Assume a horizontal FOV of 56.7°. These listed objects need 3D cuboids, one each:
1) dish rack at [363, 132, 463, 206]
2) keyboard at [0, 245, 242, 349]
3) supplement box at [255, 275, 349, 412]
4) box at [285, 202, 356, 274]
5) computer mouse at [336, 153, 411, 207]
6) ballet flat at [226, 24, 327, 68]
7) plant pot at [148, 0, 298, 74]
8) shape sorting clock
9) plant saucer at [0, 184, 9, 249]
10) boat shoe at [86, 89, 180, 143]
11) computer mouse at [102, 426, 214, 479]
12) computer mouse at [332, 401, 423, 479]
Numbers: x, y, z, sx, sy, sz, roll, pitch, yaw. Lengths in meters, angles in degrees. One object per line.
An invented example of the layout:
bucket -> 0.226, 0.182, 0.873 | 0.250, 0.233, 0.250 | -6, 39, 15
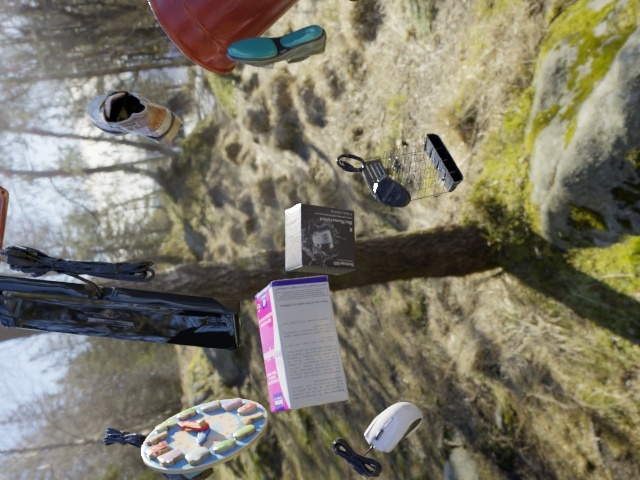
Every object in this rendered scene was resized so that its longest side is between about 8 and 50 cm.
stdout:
dish rack -> 0.271, -0.210, 1.807 | 0.074, 0.272, 0.208 | 96, 156, -54
keyboard -> -0.253, 0.068, 0.702 | 0.201, 0.317, 0.033 | 98, 177, -57
supplement box -> -0.037, 0.186, 1.059 | 0.111, 0.114, 0.220 | 139, 123, -61
box -> 0.000, 0.000, 1.482 | 0.093, 0.156, 0.158 | -21, 67, 58
computer mouse -> 0.151, -0.172, 1.682 | 0.242, 0.071, 0.041 | 36, -166, 5
ballet flat -> -0.087, -0.388, 1.229 | 0.068, 0.213, 0.072 | 88, 163, -58
plant pot -> -0.183, -0.549, 1.282 | 0.265, 0.272, 0.272 | -26, 71, 29
shape sorting clock -> -0.186, 0.309, 0.961 | 0.206, 0.206, 0.040 | -151, 44, -70
plant saucer -> -0.616, -0.042, 0.974 | 0.259, 0.258, 0.048 | -64, -9, 30
boat shoe -> -0.466, -0.310, 1.407 | 0.103, 0.302, 0.113 | 38, -109, -55
computer mouse -> -0.381, 0.503, 1.361 | 0.262, 0.184, 0.060 | 48, -128, -41
computer mouse -> 0.125, 0.377, 1.170 | 0.106, 0.193, 0.042 | 28, 141, 39
